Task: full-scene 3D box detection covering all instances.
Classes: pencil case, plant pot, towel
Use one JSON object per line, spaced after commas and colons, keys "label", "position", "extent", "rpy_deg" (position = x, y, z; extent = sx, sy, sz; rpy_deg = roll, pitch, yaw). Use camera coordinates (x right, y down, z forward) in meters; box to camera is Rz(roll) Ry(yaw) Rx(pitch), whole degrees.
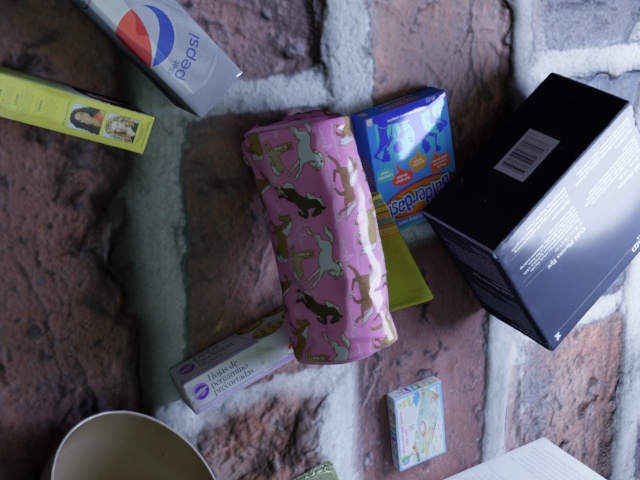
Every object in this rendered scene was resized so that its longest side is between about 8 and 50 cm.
{"label": "pencil case", "position": [0.000, 0.000, 1.530], "extent": [0.160, 0.167, 0.386], "rpy_deg": [-18, 100, -26]}
{"label": "plant pot", "position": [-0.310, 0.420, 1.497], "extent": [0.284, 0.284, 0.191], "rpy_deg": [22, 130, -34]}
{"label": "towel", "position": [0.097, 0.025, 1.684], "extent": [0.102, 0.021, 0.237], "rpy_deg": [-16, 123, 22]}
{"label": "towel", "position": [-0.029, 0.457, 1.788], "extent": [0.148, 0.027, 0.110], "rpy_deg": [-24, 118, -23]}

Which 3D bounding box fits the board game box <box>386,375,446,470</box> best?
{"label": "board game box", "position": [0.177, 0.335, 1.866], "extent": [0.103, 0.026, 0.154], "rpy_deg": [-17, 114, -25]}

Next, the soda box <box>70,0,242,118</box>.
{"label": "soda box", "position": [-0.241, -0.296, 1.371], "extent": [0.091, 0.098, 0.286], "rpy_deg": [-49, 124, -7]}

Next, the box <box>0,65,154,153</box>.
{"label": "box", "position": [-0.346, -0.178, 1.357], "extent": [0.232, 0.087, 0.058], "rpy_deg": [12, 102, -34]}

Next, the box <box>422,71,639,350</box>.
{"label": "box", "position": [0.395, -0.046, 1.744], "extent": [0.343, 0.179, 0.312], "rpy_deg": [-46, 133, -9]}

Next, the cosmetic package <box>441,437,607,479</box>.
{"label": "cosmetic package", "position": [0.316, 0.555, 1.900], "extent": [0.453, 0.230, 0.161], "rpy_deg": [-15, 114, -24]}

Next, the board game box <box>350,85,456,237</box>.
{"label": "board game box", "position": [0.143, -0.129, 1.679], "extent": [0.160, 0.047, 0.210], "rpy_deg": [-23, 118, -22]}

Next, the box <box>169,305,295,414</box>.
{"label": "box", "position": [-0.082, 0.165, 1.636], "extent": [0.324, 0.067, 0.063], "rpy_deg": [-28, 117, -18]}
